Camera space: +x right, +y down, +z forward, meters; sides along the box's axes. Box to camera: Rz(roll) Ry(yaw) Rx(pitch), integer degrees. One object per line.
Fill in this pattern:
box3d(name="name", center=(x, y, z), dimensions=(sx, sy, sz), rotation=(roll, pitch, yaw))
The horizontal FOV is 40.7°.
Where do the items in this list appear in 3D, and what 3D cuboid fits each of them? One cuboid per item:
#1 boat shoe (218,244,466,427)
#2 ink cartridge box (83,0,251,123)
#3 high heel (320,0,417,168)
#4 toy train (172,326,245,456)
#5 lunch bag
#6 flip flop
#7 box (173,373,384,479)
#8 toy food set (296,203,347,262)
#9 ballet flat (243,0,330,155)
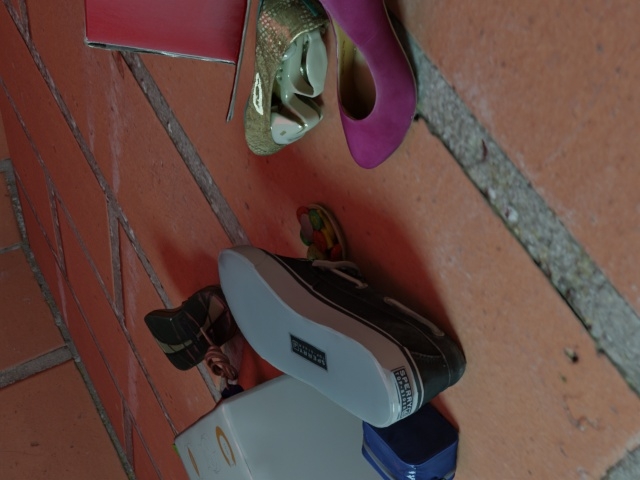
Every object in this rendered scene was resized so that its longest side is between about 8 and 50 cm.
box3d(name="boat shoe", center=(0.010, 0.070, 0.835), dimensions=(0.306, 0.105, 0.113), rotation=(21, 125, 51))
box3d(name="ink cartridge box", center=(-0.095, -0.281, 0.588), dimensions=(0.309, 0.130, 0.271), rotation=(107, 167, -54))
box3d(name="high heel", center=(0.012, -0.140, 0.635), dimensions=(0.082, 0.117, 0.244), rotation=(53, 152, 32))
box3d(name="toy train", center=(-0.156, 0.267, 1.250), dimensions=(0.248, 0.143, 0.105), rotation=(55, 157, -6))
box3d(name="lunch bag", center=(0.087, 0.200, 0.823), dimensions=(0.098, 0.067, 0.065), rotation=(43, 146, 43))
box3d(name="flip flop", center=(-0.190, 0.127, 1.352), dimensions=(0.112, 0.080, 0.277), rotation=(56, 140, -1))
box3d(name="box", center=(-0.038, 0.283, 1.034), dimensions=(0.214, 0.168, 0.345), rotation=(65, 157, 9))
box3d(name="toy food set", center=(0.000, 0.000, 0.900), dimensions=(0.082, 0.020, 0.083), rotation=(68, 157, 1))
box3d(name="ballet flat", center=(-0.029, -0.139, 0.793), dimensions=(0.067, 0.073, 0.206), rotation=(41, 150, 23))
